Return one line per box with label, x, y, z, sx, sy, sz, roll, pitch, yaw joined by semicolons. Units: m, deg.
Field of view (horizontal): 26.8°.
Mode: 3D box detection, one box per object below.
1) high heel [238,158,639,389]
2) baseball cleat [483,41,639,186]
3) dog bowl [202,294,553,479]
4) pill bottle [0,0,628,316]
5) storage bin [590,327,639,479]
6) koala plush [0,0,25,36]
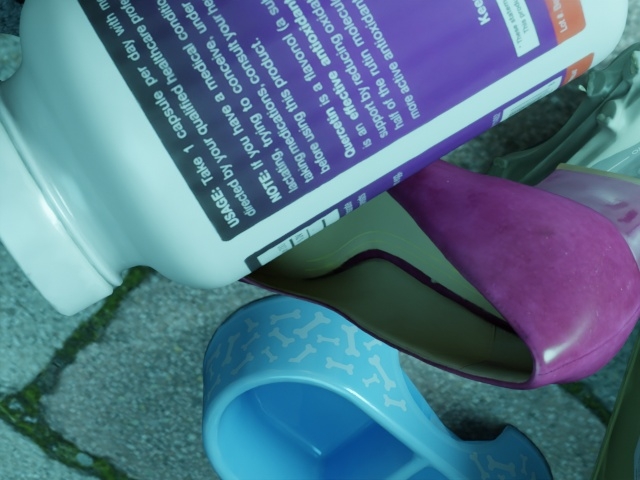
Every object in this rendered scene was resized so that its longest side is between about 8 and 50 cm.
high heel;0.000;0.000;0.763;0.377;0.181;0.127;2;112;33
baseball cleat;0.169;-0.035;0.820;0.109;0.072;0.206;17;142;-26
dog bowl;0.038;0.166;0.978;0.297;0.074;0.166;40;122;-15
pill bottle;-0.021;-0.097;0.682;0.323;0.181;0.181;-31;116;-2
storage bin;0.243;0.191;0.840;0.123;0.262;0.260;13;125;6
koala plush;-0.188;-0.198;0.736;0.196;0.203;0.221;-5;142;33
